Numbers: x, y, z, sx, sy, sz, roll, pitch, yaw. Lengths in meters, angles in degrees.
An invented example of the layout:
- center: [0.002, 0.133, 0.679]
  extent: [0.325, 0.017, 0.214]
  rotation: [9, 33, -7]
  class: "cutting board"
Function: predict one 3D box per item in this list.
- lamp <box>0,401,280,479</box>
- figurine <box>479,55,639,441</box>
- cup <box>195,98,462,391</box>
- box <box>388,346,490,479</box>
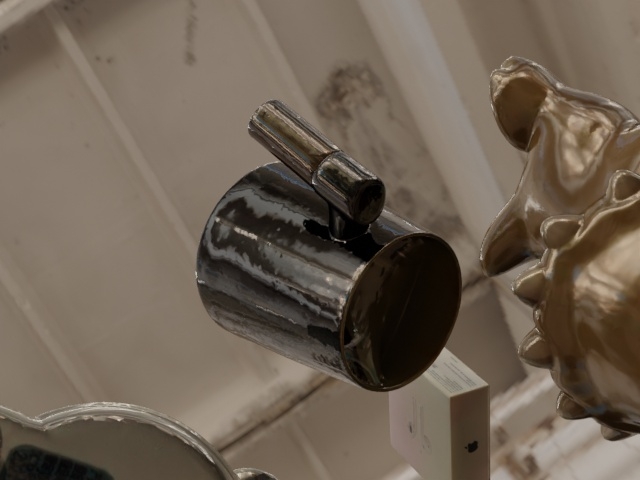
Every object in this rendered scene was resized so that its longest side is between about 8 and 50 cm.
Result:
- center: [-0.147, 0.175, 0.811]
  extent: [0.246, 0.108, 0.179]
  rotation: [22, -106, -8]
  class: "lamp"
- center: [0.172, 0.022, 0.773]
  extent: [0.173, 0.247, 0.177]
  rotation: [-54, -37, -14]
  class: "figurine"
- center: [-0.008, 0.015, 1.182]
  extent: [0.166, 0.177, 0.239]
  rotation: [-54, -45, -10]
  class: "cup"
- center: [0.120, 0.178, 1.428]
  extent: [0.051, 0.130, 0.129]
  rotation: [-13, -63, -21]
  class: "box"
